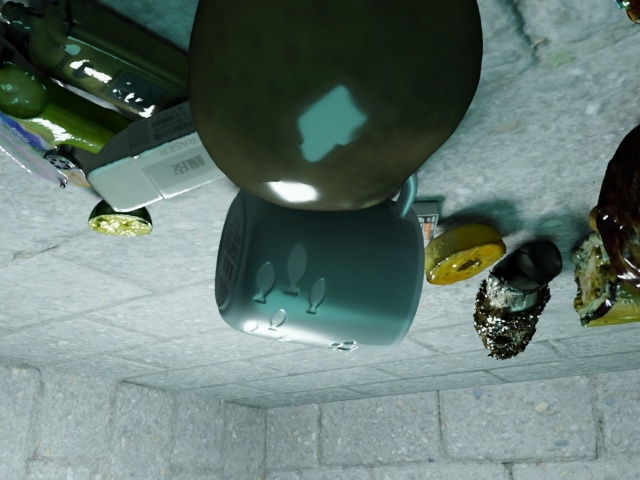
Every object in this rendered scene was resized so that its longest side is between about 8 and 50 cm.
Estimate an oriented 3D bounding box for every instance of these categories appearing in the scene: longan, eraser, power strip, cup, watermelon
[{"bbox_3d":[0.012,-0.153,0.523,0.258,0.258,0.258,0,156,0],"label":"longan"},{"bbox_3d":[-0.095,-0.131,0.696,0.352,0.061,0.089,-21,143,4],"label":"eraser"},{"bbox_3d":[-0.173,-0.174,0.715,0.387,0.066,0.092,21,146,-39],"label":"power strip"},{"bbox_3d":[0.000,0.000,0.935,0.274,0.259,0.356,9,124,-19],"label":"cup"},{"bbox_3d":[0.181,-0.031,1.086,0.052,0.029,0.122,-2,156,5],"label":"eraser"},{"bbox_3d":[-0.335,-0.043,1.012,0.105,0.062,0.105,-3,163,-1],"label":"watermelon"}]

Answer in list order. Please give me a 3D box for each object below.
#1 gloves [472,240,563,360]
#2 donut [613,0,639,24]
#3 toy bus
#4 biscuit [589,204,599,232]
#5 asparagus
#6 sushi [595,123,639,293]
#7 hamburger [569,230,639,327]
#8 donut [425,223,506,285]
[{"bbox_3d":[0.399,0.125,1.253,0.135,0.210,0.312,22,139,22],"label":"gloves"},{"bbox_3d":[0.344,-0.259,0.466,0.235,0.089,0.235,0,166,0],"label":"donut"},{"bbox_3d":[-0.359,-0.160,0.715,0.112,0.090,0.274,4,156,12],"label":"toy bus"},{"bbox_3d":[0.579,-0.019,0.946,0.290,0.041,0.208,12,-156,25],"label":"biscuit"},{"bbox_3d":[-0.271,-0.134,0.722,0.060,0.067,0.278,2,177,16],"label":"asparagus"},{"bbox_3d":[0.517,-0.052,0.714,0.281,0.299,0.294,-12,156,-11],"label":"sushi"},{"bbox_3d":[0.575,0.064,1.114,0.192,0.167,0.288,-7,163,6],"label":"hamburger"},{"bbox_3d":[0.266,0.022,1.137,0.162,0.065,0.178,-24,156,7],"label":"donut"}]
